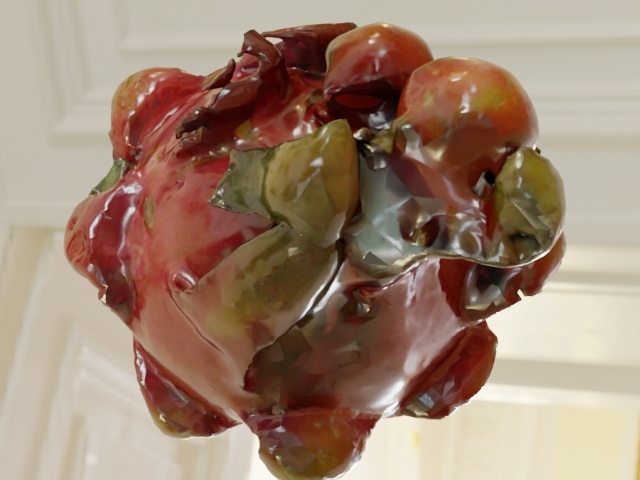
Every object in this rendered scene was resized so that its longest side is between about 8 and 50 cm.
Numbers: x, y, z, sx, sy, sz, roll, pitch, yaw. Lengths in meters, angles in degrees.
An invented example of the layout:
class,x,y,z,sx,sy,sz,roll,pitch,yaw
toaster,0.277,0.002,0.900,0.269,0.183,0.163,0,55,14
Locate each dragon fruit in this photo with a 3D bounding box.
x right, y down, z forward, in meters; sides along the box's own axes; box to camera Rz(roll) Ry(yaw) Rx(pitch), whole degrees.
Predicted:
class,x,y,z,sx,sy,sz,roll,pitch,yaw
dragon fruit,-0.001,-0.012,0.810,0.243,0.227,0.307,-94,28,-46
